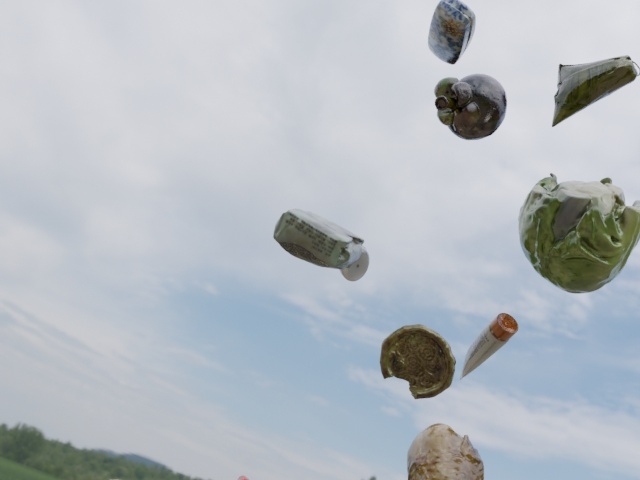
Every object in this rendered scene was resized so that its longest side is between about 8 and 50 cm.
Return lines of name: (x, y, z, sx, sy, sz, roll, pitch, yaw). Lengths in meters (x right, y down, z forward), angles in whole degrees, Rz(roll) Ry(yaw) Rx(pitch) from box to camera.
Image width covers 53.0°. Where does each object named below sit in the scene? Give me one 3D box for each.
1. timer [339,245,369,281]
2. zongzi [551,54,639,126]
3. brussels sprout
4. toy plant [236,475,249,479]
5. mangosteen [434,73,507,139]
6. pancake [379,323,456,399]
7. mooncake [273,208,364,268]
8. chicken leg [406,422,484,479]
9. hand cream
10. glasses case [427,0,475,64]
timer: (0.107, 0.068, 2.206, 0.099, 0.136, 0.136, 21, -23, -29)
zongzi: (0.695, -0.375, 1.621, 0.204, 0.204, 0.094, -3, -43, 37)
brussels sprout: (0.869, -0.009, 2.165, 0.342, 0.425, 0.361, -11, -66, -15)
toy plant: (-0.082, 0.585, 1.217, 0.400, 0.279, 0.185, 24, -69, 3)
mangosteen: (0.368, -0.337, 1.580, 0.184, 0.172, 0.172, 33, -28, -13)
pancake: (0.290, 0.360, 1.916, 0.235, 0.212, 0.029, 26, 5, 10)
mooncake: (-0.003, 0.004, 1.974, 0.254, 0.136, 0.250, 29, 6, 15)
chicken leg: (0.300, 0.639, 1.457, 0.182, 0.409, 0.295, -6, -59, 2)
hand cream: (0.587, 0.384, 2.314, 0.089, 0.140, 0.314, 31, -43, 0)
glasses case: (0.273, -0.434, 1.345, 0.087, 0.065, 0.248, 35, 0, 8)
